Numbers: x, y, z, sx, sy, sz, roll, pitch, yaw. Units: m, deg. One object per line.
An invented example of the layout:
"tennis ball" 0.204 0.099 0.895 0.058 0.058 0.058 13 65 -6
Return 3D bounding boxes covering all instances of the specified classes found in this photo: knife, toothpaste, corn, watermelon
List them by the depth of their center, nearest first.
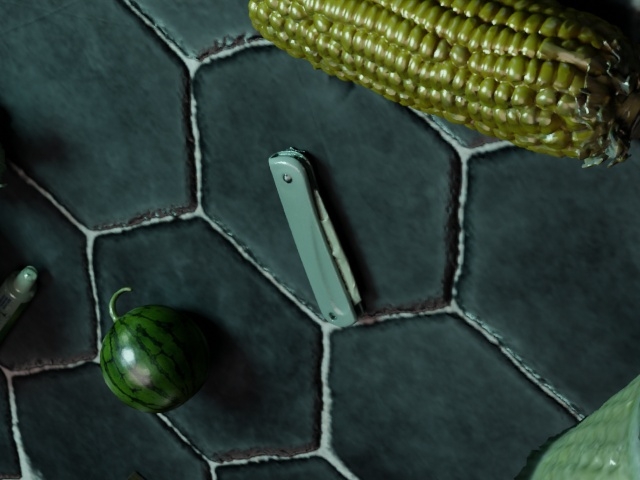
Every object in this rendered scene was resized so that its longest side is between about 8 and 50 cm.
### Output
"corn" 0.086 -0.138 1.285 0.317 0.115 0.115 22 132 23
"knife" 0.000 0.000 1.512 0.044 0.023 0.162 2 122 39
"watermelon" -0.152 0.103 1.652 0.109 0.109 0.109 20 131 25
"toothpaste" -0.317 0.077 1.810 0.049 0.031 0.204 46 139 2

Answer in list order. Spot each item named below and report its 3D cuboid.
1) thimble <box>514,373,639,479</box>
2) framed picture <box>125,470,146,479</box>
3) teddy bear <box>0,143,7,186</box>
"thimble" 0.280 0.204 1.274 0.271 0.271 0.150 43 136 3
"framed picture" -0.150 0.323 1.869 0.168 0.023 0.128 40 137 6
"teddy bear" -0.343 -0.086 1.669 0.213 0.111 0.133 40 120 42
